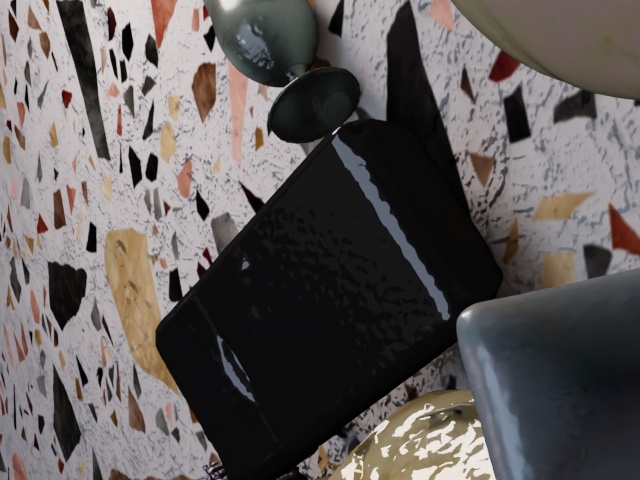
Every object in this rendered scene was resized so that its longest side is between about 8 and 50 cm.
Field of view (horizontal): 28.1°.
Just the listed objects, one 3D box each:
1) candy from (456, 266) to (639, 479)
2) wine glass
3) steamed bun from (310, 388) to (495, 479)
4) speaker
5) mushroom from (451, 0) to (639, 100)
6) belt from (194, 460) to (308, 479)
[{"bbox_3d":[0.176,0.087,0.741,0.071,0.174,0.138,120,137,-74],"label":"candy"},{"bbox_3d":[-0.045,-0.188,1.172,0.202,0.093,0.093,62,147,33],"label":"wine glass"},{"bbox_3d":[0.093,0.271,0.862,0.372,0.230,0.324,-28,31,30],"label":"steamed bun"},{"bbox_3d":[0.018,0.060,1.081,0.388,0.184,0.180,-44,71,44],"label":"speaker"},{"bbox_3d":[0.171,-0.189,0.657,0.246,0.202,0.246,25,146,18],"label":"mushroom"},{"bbox_3d":[-0.050,0.352,1.266,0.260,0.122,0.324,61,158,25],"label":"belt"}]
